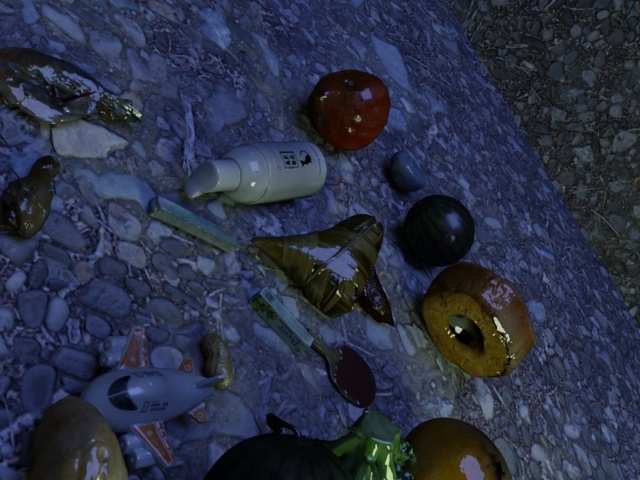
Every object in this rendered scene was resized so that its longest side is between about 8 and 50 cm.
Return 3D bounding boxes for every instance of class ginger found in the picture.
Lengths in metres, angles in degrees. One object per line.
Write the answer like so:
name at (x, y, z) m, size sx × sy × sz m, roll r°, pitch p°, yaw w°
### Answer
ginger at (-0.345, 0.351, 0.946) m, size 0.138 × 0.152 × 0.267 m, roll 22°, pitch 53°, yaw -33°

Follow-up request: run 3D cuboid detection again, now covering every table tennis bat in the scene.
table tennis bat at (0.047, 0.285, 1.555) m, size 0.234 × 0.022 × 0.131 m, roll 44°, pitch 38°, yaw -17°

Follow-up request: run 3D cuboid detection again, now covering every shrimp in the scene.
shrimp at (-0.499, -0.282, 1.357) m, size 0.317 × 0.062 × 0.164 m, roll 21°, pitch 52°, yaw -32°

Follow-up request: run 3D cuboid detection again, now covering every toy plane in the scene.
toy plane at (-0.277, 0.255, 1.127) m, size 0.245 × 0.117 × 0.244 m, roll 29°, pitch 44°, yaw -33°

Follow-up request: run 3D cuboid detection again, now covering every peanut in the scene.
peanut at (-0.196, 0.228, 1.298) m, size 0.054 × 0.054 × 0.113 m, roll 12°, pitch 50°, yaw -43°

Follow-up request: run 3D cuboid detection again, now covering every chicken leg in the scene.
chicken leg at (0.123, 0.120, 1.738) m, size 0.105 × 0.063 × 0.234 m, roll -11°, pitch 73°, yaw -47°
chicken leg at (-0.500, -0.089, 1.194) m, size 0.085 × 0.069 × 0.198 m, roll 36°, pitch 33°, yaw -27°

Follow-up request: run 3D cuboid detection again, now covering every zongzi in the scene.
zongzi at (0.000, 0.000, 1.617) m, size 0.288 × 0.134 × 0.286 m, roll 36°, pitch 52°, yaw -12°

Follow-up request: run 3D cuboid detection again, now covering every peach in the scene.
peach at (0.072, -0.379, 1.944) m, size 0.257 × 0.232 × 0.232 m, roll 2°, pitch 60°, yaw -60°

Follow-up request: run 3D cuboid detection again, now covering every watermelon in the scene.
watermelon at (0.345, -0.031, 1.990) m, size 0.212 × 0.212 × 0.212 m, roll 29°, pitch 43°, yaw -31°
watermelon at (-0.067, 0.452, 1.037) m, size 0.279 × 0.279 × 0.359 m, roll 12°, pitch 88°, yaw -44°

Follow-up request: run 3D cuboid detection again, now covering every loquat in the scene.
loquat at (0.262, 0.502, 1.429) m, size 0.263 × 0.263 × 0.263 m, roll 29°, pitch 43°, yaw -31°

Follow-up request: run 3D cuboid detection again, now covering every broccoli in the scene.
broccoli at (0.061, 0.433, 1.267) m, size 0.269 × 0.241 × 0.261 m, roll 29°, pitch 26°, yaw 6°

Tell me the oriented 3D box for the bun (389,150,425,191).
bun at (0.267, -0.213, 2.154) m, size 0.141 × 0.083 × 0.141 m, roll 40°, pitch 30°, yaw -29°

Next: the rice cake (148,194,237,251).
rice cake at (-0.265, -0.031, 1.439) m, size 0.211 × 0.034 × 0.043 m, roll 29°, pitch 34°, yaw -30°

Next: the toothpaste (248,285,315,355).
toothpaste at (-0.083, 0.172, 1.473) m, size 0.164 × 0.046 × 0.034 m, roll 48°, pitch 34°, yaw -9°

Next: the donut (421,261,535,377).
donut at (0.414, 0.211, 1.814) m, size 0.317 × 0.299 × 0.150 m, roll 36°, pitch 47°, yaw 15°

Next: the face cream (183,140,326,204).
face cream at (-0.149, -0.154, 1.576) m, size 0.370 × 0.145 × 0.145 m, roll -14°, pitch 73°, yaw -53°
